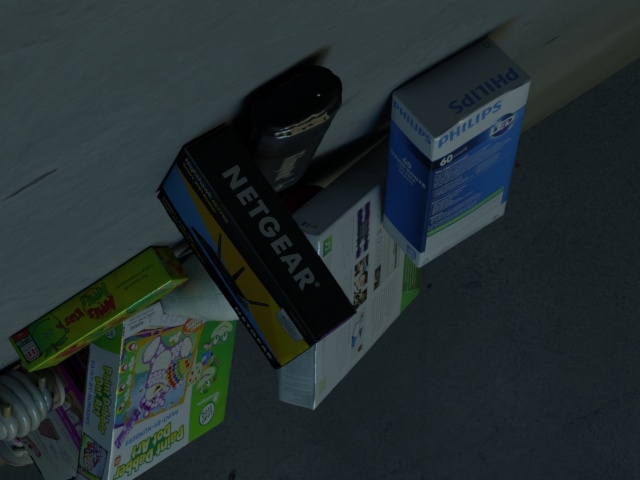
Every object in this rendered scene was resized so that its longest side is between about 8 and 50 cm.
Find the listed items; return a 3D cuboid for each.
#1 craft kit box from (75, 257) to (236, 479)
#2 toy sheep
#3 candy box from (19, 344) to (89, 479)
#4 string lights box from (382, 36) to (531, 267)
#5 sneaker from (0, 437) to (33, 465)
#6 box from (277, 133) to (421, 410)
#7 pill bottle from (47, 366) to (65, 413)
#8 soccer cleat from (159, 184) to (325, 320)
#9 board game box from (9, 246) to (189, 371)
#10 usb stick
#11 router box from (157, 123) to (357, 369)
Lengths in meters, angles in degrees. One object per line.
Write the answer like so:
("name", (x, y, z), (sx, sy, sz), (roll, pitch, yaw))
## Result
("craft kit box", (-0.196, 0.157, 1.690), (0.250, 0.061, 0.247), (-28, 135, -54))
("toy sheep", (-0.375, 0.200, 1.659), (0.132, 0.091, 0.091), (-36, 179, -35))
("candy box", (-0.336, 0.234, 1.849), (0.071, 0.159, 0.233), (-29, 176, -40))
("string lights box", (0.147, -0.091, 1.514), (0.133, 0.077, 0.260), (-31, 153, -18))
("sneaker", (-0.450, 0.282, 2.091), (0.111, 0.103, 0.252), (-23, 164, -44))
("box", (0.044, 0.027, 1.652), (0.058, 0.232, 0.322), (15, -151, 24))
("pill bottle", (-0.393, 0.209, 1.743), (0.120, 0.067, 0.067), (-30, 175, -39))
("soccer cleat", (-0.078, 0.010, 1.644), (0.143, 0.116, 0.331), (-9, -170, 28))
("board game box", (-0.235, 0.073, 1.463), (0.181, 0.043, 0.092), (-33, 177, 5))
("usb stick", (-0.032, -0.082, 1.118), (0.077, 0.045, 0.278), (-32, 177, -10))
("router box", (-0.054, 0.009, 1.083), (0.046, 0.179, 0.133), (-33, 176, -22))
